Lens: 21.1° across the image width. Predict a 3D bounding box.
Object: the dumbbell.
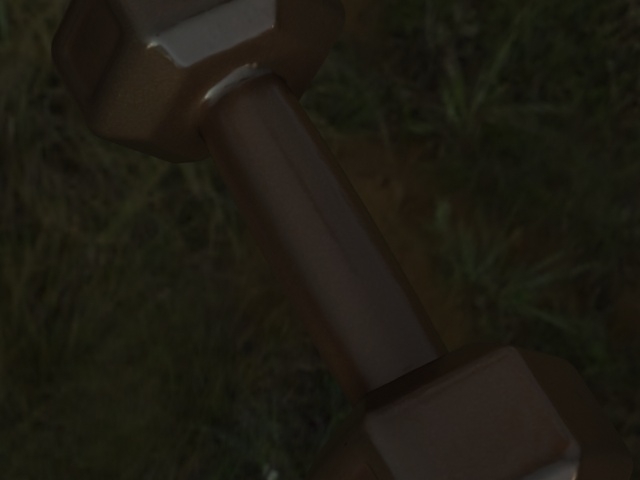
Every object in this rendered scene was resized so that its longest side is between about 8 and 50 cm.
[{"bbox_3d":[0.000,0.000,0.511,0.082,0.092,0.231,-10,58,-39],"label":"dumbbell"}]
